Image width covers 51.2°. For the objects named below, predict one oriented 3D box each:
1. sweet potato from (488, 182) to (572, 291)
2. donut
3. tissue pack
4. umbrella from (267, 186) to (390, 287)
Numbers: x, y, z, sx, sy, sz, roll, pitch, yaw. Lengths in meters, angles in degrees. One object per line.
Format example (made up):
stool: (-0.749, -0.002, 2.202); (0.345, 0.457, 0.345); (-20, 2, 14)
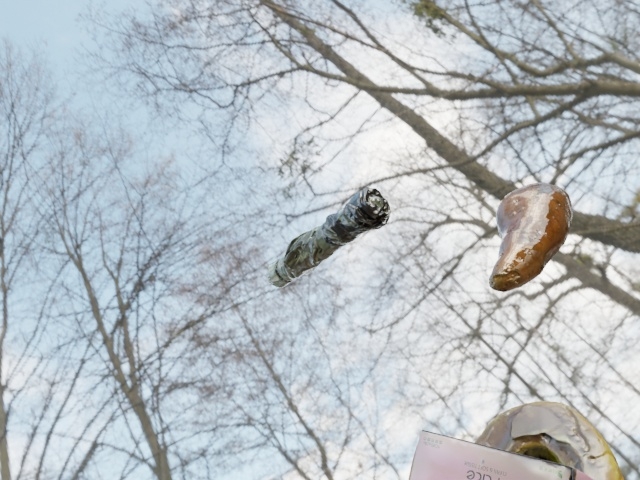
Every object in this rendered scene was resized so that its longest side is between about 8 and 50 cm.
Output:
sweet potato: (0.313, -0.028, 0.984); (0.359, 0.112, 0.112); (-39, -25, -61)
donut: (0.453, 0.489, 1.340); (0.330, 0.330, 0.160); (-40, -65, -1)
tissue pack: (0.277, 0.367, 0.996); (0.148, 0.246, 0.093); (35, -115, -42)
umbrella: (0.000, 0.000, 0.740); (0.050, 0.046, 0.188); (18, -36, -35)
